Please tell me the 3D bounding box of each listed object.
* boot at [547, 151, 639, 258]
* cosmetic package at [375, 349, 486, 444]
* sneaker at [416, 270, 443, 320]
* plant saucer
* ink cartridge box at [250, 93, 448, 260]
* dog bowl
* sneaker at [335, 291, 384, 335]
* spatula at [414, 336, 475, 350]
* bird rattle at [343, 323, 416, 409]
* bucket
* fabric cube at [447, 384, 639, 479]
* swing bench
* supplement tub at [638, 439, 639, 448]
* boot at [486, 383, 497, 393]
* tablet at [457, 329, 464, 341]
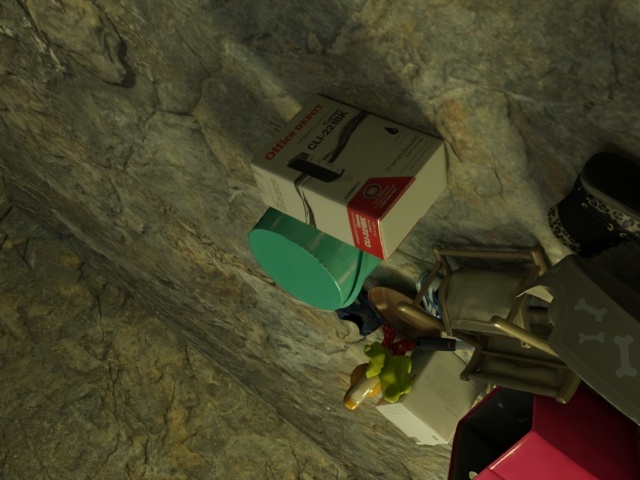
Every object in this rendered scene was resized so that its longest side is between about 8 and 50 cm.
[{"bbox_3d":[0.441,-0.011,1.143,0.236,0.085,0.178,37,161,7],"label":"boot"},{"bbox_3d":[0.260,0.367,1.937,0.151,0.183,0.151,42,156,-5],"label":"cosmetic package"},{"bbox_3d":[0.249,0.127,1.696,0.059,0.053,0.144,11,144,45],"label":"sneaker"},{"bbox_3d":[0.199,0.161,1.850,0.199,0.036,0.198,33,155,17],"label":"plant saucer"},{"bbox_3d":[0.048,-0.115,1.386,0.273,0.197,0.114,25,151,30],"label":"ink cartridge box"},{"bbox_3d":[0.450,0.151,1.174,0.349,0.102,0.348,32,-163,-11],"label":"dog bowl"},{"bbox_3d":[0.060,0.143,1.958,0.221,0.087,0.083,39,156,3],"label":"sneaker"},{"bbox_3d":[0.309,0.222,1.725,0.030,0.084,0.296,9,172,-42],"label":"spatula"},{"bbox_3d":[0.124,0.300,1.930,0.143,0.207,0.253,40,-170,-5],"label":"bird rattle"},{"bbox_3d":[0.000,0.000,1.675,0.281,0.183,0.281,32,155,17],"label":"bucket"},{"bbox_3d":[0.429,0.428,1.574,0.258,0.254,0.259,36,120,-5],"label":"fabric cube"},{"bbox_3d":[0.326,0.147,1.491,0.254,0.165,0.253,47,155,-28],"label":"swing bench"},{"bbox_3d":[0.629,0.576,1.592,0.228,0.316,0.228,31,156,16],"label":"supplement tub"},{"bbox_3d":[0.450,0.358,1.777,0.165,0.077,0.213,20,144,37],"label":"boot"},{"bbox_3d":[0.308,0.206,1.804,0.083,0.006,0.054,45,156,-14],"label":"tablet"}]
